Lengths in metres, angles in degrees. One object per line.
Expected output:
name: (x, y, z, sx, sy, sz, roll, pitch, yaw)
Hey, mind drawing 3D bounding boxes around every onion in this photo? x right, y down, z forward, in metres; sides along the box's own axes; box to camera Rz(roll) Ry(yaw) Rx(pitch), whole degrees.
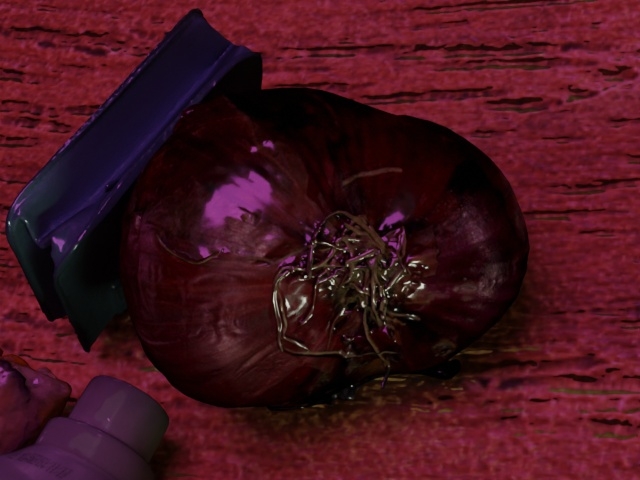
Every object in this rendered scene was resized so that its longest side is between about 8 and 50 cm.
onion: (0.003, 0.003, 1.130, 0.281, 0.281, 0.221, -5, 99, 19)

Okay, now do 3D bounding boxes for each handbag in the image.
handbag: (-0.127, -0.040, 1.237, 0.062, 0.179, 0.229, 33, 69, 19)

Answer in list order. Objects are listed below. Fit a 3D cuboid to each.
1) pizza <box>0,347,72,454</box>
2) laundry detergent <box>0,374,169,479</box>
pizza: (-0.323, 0.148, 1.241, 0.305, 0.085, 0.161, -18, 75, 13)
laundry detergent: (-0.236, 0.265, 1.102, 0.264, 0.125, 0.398, 15, 64, 28)
